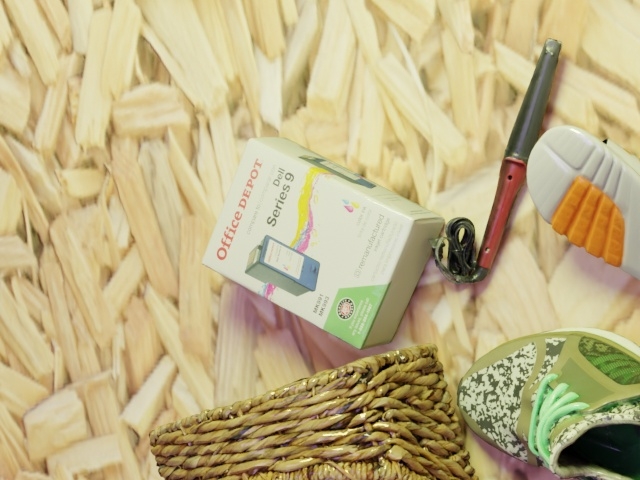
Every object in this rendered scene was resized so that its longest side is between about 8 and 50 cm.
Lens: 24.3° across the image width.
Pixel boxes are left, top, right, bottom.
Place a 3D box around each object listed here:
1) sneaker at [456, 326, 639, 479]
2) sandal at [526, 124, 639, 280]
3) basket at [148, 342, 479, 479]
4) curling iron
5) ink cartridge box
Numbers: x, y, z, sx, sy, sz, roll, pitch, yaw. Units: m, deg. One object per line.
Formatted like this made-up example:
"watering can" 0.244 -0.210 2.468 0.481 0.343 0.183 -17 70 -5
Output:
"sneaker" 0.256 0.170 1.382 0.410 0.182 0.158 8 94 50
"sandal" 0.315 -0.018 1.455 0.265 0.076 0.102 39 124 -3
"basket" -0.008 0.255 1.524 0.299 0.213 0.223 -20 83 29
"curling iron" 0.187 -0.077 1.516 0.068 0.035 0.274 19 105 -20
"ink cartridge box" 0.000 0.000 1.586 0.212 0.093 0.154 29 104 23
